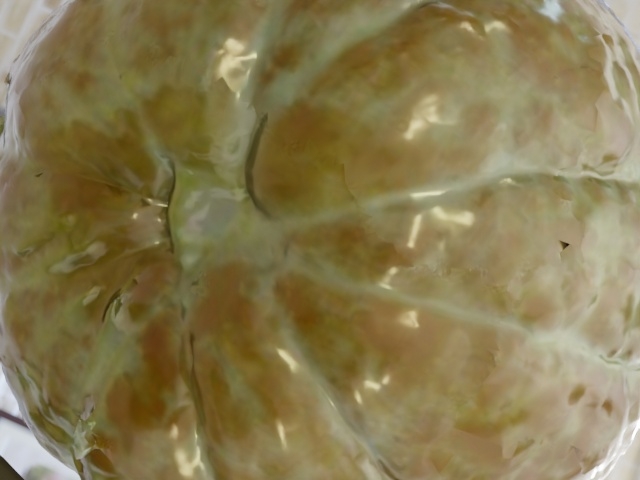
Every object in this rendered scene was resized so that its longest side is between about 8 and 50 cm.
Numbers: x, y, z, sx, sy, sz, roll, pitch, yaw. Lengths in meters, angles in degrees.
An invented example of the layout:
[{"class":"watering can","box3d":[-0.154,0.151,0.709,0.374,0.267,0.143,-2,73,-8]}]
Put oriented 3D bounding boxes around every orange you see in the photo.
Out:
[{"class":"orange","box3d":[0.000,0.000,0.605,0.329,0.329,0.249,-65,158,10]}]

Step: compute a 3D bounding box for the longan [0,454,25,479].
[{"class":"longan","box3d":[-0.162,0.137,0.342,0.196,0.220,0.196,-14,90,-82]}]
